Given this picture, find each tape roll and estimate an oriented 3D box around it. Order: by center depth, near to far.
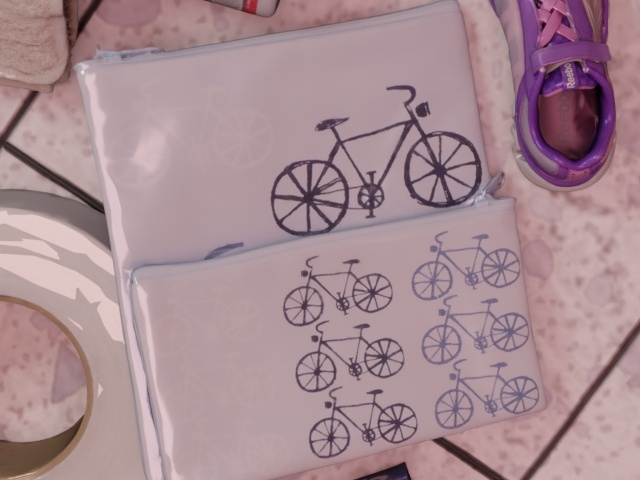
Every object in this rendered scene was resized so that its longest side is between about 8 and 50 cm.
[{"bbox_3d":[-0.245,0.106,1.440,0.286,0.100,0.286,0,101,1],"label":"tape roll"}]

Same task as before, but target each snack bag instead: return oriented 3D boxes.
[{"bbox_3d":[0.000,0.000,1.392,0.323,0.037,0.343,-11,97,-16],"label":"snack bag"}]

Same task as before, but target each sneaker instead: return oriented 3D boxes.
[{"bbox_3d":[0.178,-0.148,1.379,0.095,0.104,0.236,-10,99,5],"label":"sneaker"}]

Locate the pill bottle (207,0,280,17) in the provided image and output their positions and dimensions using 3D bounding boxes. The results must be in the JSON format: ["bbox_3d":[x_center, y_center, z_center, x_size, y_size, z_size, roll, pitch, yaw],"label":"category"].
[{"bbox_3d":[-0.107,-0.240,1.369,0.180,0.108,0.108,16,100,-1],"label":"pill bottle"}]

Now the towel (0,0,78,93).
[{"bbox_3d":[-0.271,-0.228,1.329,0.187,0.049,0.282,9,135,7],"label":"towel"}]

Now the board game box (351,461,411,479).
[{"bbox_3d":[-0.018,0.297,1.496,0.243,0.042,0.165,-20,99,5],"label":"board game box"}]
